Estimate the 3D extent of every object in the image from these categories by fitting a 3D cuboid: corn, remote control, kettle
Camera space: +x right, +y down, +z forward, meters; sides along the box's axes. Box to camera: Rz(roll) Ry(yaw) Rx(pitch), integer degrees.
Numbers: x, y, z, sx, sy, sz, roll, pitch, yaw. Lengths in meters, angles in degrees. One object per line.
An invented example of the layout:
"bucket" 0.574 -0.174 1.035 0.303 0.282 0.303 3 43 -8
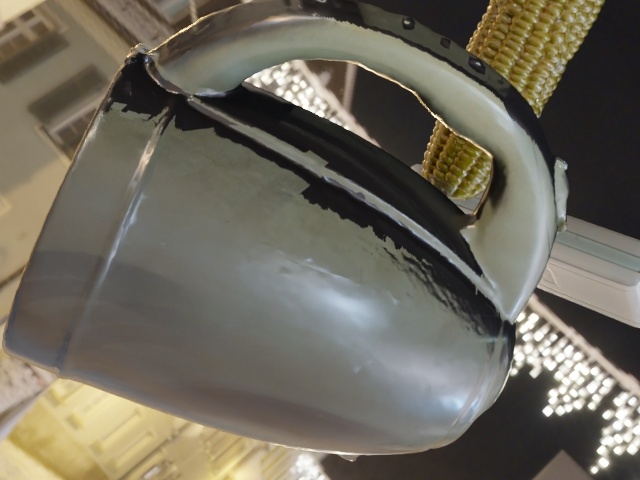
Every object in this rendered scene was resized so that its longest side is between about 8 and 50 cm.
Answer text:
"corn" 0.147 -0.133 0.682 0.080 0.080 0.231 38 -64 34
"remote control" 0.215 0.000 0.953 0.277 0.055 0.103 24 -16 34
"kettle" 0.000 0.000 0.618 0.324 0.321 0.228 24 24 -9
